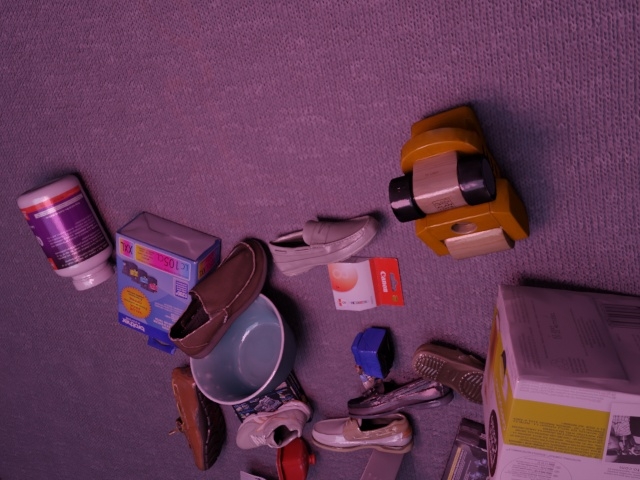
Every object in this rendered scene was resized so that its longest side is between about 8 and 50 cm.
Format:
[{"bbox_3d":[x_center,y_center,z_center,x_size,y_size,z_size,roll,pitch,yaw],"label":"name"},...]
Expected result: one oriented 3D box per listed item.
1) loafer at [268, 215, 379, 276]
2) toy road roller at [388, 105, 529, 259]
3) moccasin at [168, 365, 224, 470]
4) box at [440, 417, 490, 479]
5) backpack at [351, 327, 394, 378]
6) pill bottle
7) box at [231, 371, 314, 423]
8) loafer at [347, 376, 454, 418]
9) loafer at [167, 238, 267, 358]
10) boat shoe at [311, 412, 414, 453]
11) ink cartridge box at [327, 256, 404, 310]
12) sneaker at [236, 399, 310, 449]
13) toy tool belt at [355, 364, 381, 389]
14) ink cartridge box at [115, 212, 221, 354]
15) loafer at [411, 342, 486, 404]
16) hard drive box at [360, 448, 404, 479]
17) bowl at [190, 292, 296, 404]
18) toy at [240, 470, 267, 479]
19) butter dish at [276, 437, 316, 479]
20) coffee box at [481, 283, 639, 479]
[{"bbox_3d":[0.000,0.000,1.523,0.319,0.112,0.111,-22,114,33],"label":"loafer"},{"bbox_3d":[0.294,-0.126,1.295,0.202,0.240,0.329,-14,147,30],"label":"toy road roller"},{"bbox_3d":[-0.417,0.590,2.025,0.147,0.139,0.380,2,117,25],"label":"moccasin"},{"bbox_3d":[0.490,0.709,1.688,0.318,0.097,0.395,16,122,15],"label":"box"},{"bbox_3d":[0.142,0.302,1.633,0.101,0.098,0.120,4,131,34],"label":"backpack"},{"bbox_3d":[-0.742,-0.020,1.819,0.181,0.181,0.323,-10,111,29],"label":"pill bottle"},{"bbox_3d":[-0.155,0.501,1.872,0.220,0.051,0.175,-21,110,18],"label":"box"},{"bbox_3d":[0.207,0.411,1.666,0.302,0.109,0.095,-16,96,24],"label":"loafer"},{"bbox_3d":[-0.273,0.153,1.631,0.134,0.130,0.366,32,90,36],"label":"loafer"},{"bbox_3d":[0.116,0.540,1.771,0.302,0.113,0.103,-4,114,15],"label":"boat shoe"},{"bbox_3d":[0.115,0.115,1.573,0.179,0.045,0.145,2,118,27],"label":"ink cartridge box"},{"bbox_3d":[-0.153,0.566,1.805,0.262,0.121,0.099,-32,106,21],"label":"sneaker"},{"bbox_3d":[0.134,0.371,1.706,0.051,0.052,0.083,-25,109,2],"label":"toy tool belt"},{"bbox_3d":[-0.445,0.151,1.796,0.270,0.151,0.395,19,124,15],"label":"ink cartridge box"},{"bbox_3d":[0.355,0.326,1.550,0.268,0.092,0.102,27,117,-9],"label":"loafer"},{"bbox_3d":[0.158,0.706,1.759,0.089,0.232,0.181,21,124,13],"label":"hard drive box"},{"bbox_3d":[-0.192,0.304,1.702,0.311,0.163,0.311,-11,67,27],"label":"bowl"},{"bbox_3d":[-0.204,0.873,2.131,0.137,0.056,0.237,14,127,14],"label":"toy"},{"bbox_3d":[-0.072,0.695,1.932,0.118,0.160,0.160,-7,116,3],"label":"butter dish"},{"bbox_3d":[0.533,0.330,1.276,0.338,0.337,0.334,5,119,8],"label":"coffee box"}]
